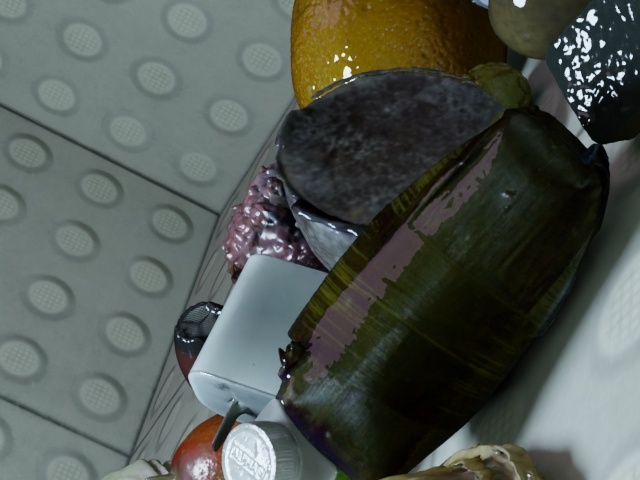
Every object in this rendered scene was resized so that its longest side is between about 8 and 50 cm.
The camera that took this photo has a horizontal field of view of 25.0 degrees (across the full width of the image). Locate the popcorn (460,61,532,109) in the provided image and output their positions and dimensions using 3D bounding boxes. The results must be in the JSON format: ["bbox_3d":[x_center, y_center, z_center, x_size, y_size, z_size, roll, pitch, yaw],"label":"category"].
[{"bbox_3d":[0.215,-0.174,1.875,0.121,0.106,0.116,-57,22,31],"label":"popcorn"}]

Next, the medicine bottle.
[{"bbox_3d":[-0.015,0.244,1.631,0.132,0.188,0.088,48,119,33],"label":"medicine bottle"}]

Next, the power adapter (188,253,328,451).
[{"bbox_3d":[-0.054,0.163,1.818,0.124,0.187,0.255,74,-144,-56],"label":"power adapter"}]

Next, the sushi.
[{"bbox_3d":[0.000,0.000,2.036,0.171,0.270,0.236,-57,-2,41],"label":"sushi"}]

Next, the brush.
[{"bbox_3d":[0.304,-0.190,1.403,0.059,0.123,0.197,-17,-21,-33],"label":"brush"}]

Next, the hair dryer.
[{"bbox_3d":[-0.019,0.207,1.996,0.340,0.312,0.123,0,50,38],"label":"hair dryer"}]

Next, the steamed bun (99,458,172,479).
[{"bbox_3d":[-0.205,0.432,2.039,0.206,0.275,0.320,-34,-2,0],"label":"steamed bun"}]

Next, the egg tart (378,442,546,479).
[{"bbox_3d":[0.068,0.321,1.257,0.352,0.150,0.352,-57,15,25],"label":"egg tart"}]

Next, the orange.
[{"bbox_3d":[0.105,-0.269,2.054,0.322,0.322,0.357,149,135,-71],"label":"orange"}]

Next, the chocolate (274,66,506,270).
[{"bbox_3d":[0.097,-0.040,1.748,0.213,0.303,0.303,83,-162,-44],"label":"chocolate"}]

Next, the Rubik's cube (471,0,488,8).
[{"bbox_3d":[0.271,-0.471,1.904,0.253,0.259,0.256,-51,16,42],"label":"Rubik's cube"}]

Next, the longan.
[{"bbox_3d":[0.281,-0.312,1.743,0.187,0.167,0.167,-59,11,24],"label":"longan"}]

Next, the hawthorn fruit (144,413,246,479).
[{"bbox_3d":[-0.110,0.305,1.904,0.199,0.251,0.199,14,106,62],"label":"hawthorn fruit"}]

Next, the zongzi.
[{"bbox_3d":[0.153,0.046,1.539,0.403,0.208,0.432,-52,-11,8],"label":"zongzi"}]
